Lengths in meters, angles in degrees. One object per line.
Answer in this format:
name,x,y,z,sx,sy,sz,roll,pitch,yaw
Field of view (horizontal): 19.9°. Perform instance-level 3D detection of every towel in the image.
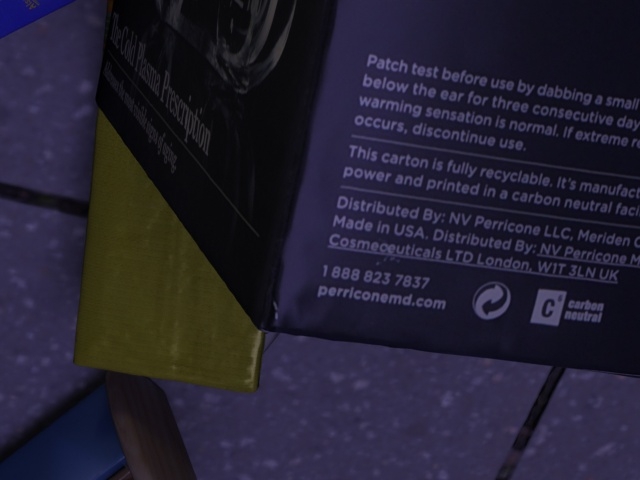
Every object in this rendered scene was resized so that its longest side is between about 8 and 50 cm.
towel,-0.065,-0.042,0.927,0.102,0.021,0.237,9,105,7

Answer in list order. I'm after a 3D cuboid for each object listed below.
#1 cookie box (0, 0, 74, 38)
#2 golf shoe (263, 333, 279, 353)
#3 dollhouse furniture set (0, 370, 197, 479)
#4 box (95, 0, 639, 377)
cookie box,-0.175,-0.141,0.876,0.107,0.040,0.091,-26,121,2
golf shoe,0.000,0.000,0.984,0.086,0.067,0.186,21,113,-24
dollhouse furniture set,-0.214,0.141,0.889,0.198,0.286,0.303,-39,132,11
box,0.047,-0.154,0.708,0.179,0.343,0.312,8,104,-18
